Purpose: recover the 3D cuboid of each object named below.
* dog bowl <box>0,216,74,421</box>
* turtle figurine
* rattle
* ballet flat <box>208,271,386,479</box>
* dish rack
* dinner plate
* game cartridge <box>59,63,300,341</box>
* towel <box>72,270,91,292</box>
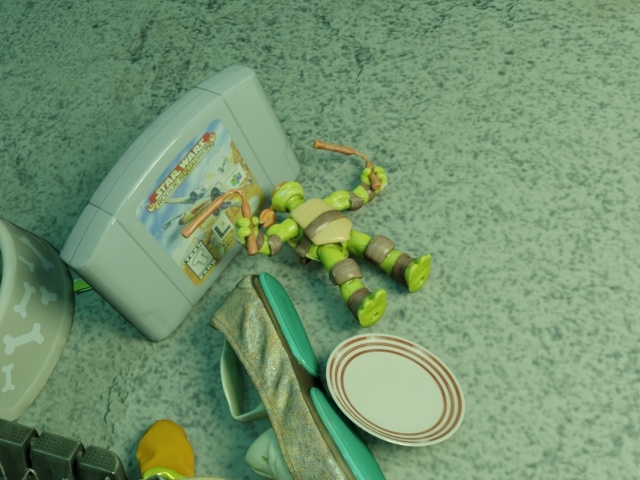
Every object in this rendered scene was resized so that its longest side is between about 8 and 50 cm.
[{"bbox_3d":[-0.487,0.102,0.881,0.349,0.102,0.348,-7,57,11],"label":"dog bowl"},{"bbox_3d":[0.000,0.000,0.804,0.270,0.087,0.217,-25,56,-36],"label":"turtle figurine"},{"bbox_3d":[-0.146,0.200,0.654,0.130,0.199,0.142,-6,56,12],"label":"rattle"},{"bbox_3d":[-0.033,0.169,0.714,0.106,0.107,0.316,-37,47,6],"label":"ballet flat"},{"bbox_3d":[-0.314,0.278,0.641,0.209,0.074,0.271,13,36,6],"label":"dish rack"},{"bbox_3d":[0.072,0.146,0.704,0.141,0.017,0.141,11,37,-9],"label":"dinner plate"},{"bbox_3d":[-0.146,-0.047,0.819,0.062,0.198,0.297,26,69,29],"label":"game cartridge"},{"bbox_3d":[-0.295,0.025,0.930,0.060,0.009,0.083,-20,54,2],"label":"towel"}]
